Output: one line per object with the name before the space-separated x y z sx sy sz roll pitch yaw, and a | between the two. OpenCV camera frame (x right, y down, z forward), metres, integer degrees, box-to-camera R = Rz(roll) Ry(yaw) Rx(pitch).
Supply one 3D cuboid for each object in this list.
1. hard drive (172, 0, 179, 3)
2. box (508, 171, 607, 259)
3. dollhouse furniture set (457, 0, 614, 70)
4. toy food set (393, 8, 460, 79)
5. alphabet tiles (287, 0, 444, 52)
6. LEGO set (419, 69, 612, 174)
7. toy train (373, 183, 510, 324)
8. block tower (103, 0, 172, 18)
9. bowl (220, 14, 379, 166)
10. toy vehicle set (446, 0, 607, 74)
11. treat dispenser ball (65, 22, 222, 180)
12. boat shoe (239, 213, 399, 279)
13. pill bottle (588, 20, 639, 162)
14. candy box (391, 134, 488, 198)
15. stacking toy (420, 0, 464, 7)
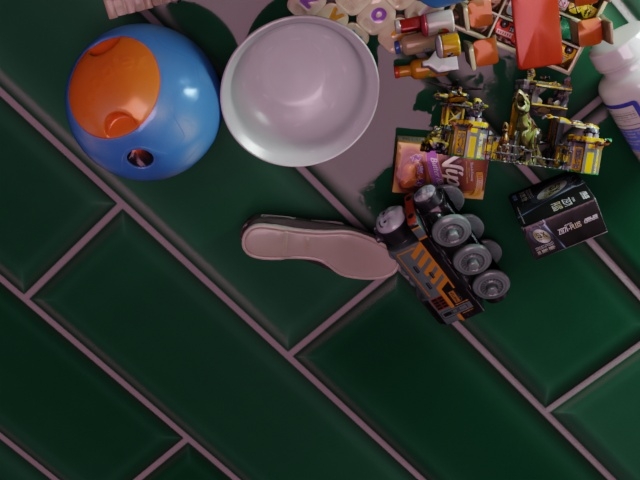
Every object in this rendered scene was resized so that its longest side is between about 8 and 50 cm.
hard drive | -0.332 -0.506 1.715 0.135 0.022 0.094 8 114 0
box | 0.462 -0.054 1.781 0.147 0.180 0.078 -23 110 12
dollhouse furniture set | 0.378 -0.433 1.606 0.261 0.135 0.259 -9 112 7
toy food set | 0.186 -0.354 1.651 0.104 0.232 0.111 -9 95 3
alphabet tiles | 0.087 -0.474 1.668 0.284 0.021 0.278 36 122 -25
LEGO set | 0.360 -0.237 1.667 0.331 0.255 0.192 7 97 -1
toy train | 0.249 0.031 1.829 0.190 0.142 0.334 -28 126 19
block tower | -0.233 -0.498 1.655 0.335 0.091 0.097 -14 115 1
bowl | -0.046 -0.300 1.713 0.297 0.134 0.298 -5 123 -8
toy vehicle set | 0.383 -0.437 1.699 0.266 0.035 0.166 20 113 -6
treat dispenser ball | -0.324 -0.254 1.680 0.288 0.288 0.288 1 113 3
boat shoe | 0.000 0.000 1.890 0.335 0.095 0.112 10 117 -7
pill bottle | 0.618 -0.267 1.698 0.152 0.152 0.272 -32 108 15
candy box | 0.240 -0.147 1.824 0.186 0.053 0.109 4 113 0
stacking toy | 0.243 -0.563 1.554 0.175 0.302 0.165 42 154 -30
